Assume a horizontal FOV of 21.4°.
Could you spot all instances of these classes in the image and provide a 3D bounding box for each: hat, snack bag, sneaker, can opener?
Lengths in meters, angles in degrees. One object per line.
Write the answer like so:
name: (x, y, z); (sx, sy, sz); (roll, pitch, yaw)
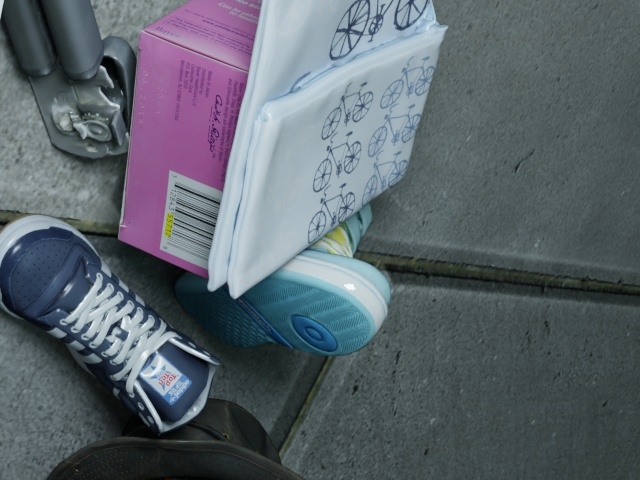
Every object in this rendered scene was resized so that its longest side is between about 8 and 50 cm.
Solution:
hat: (-0.120, 0.248, 1.778); (0.331, 0.331, 0.134); (78, 14, -50)
snack bag: (0.026, -0.149, 1.457); (0.323, 0.037, 0.342); (-33, 142, -53)
sneaker: (-0.191, 0.083, 1.557); (0.099, 0.153, 0.282); (-50, 148, -9)
sneaker: (0.000, 0.000, 1.645); (0.208, 0.319, 0.127); (-50, 115, -23)
can opener: (-0.208, -0.178, 1.395); (0.283, 0.076, 0.095); (80, 21, -49)

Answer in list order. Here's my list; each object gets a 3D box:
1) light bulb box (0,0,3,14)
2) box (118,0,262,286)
light bulb box: (-0.348, -0.220, 0.879); (0.225, 0.358, 0.361); (-17, 133, -49)
box: (-0.060, -0.116, 1.522); (0.243, 0.117, 0.213); (-44, 150, -51)
